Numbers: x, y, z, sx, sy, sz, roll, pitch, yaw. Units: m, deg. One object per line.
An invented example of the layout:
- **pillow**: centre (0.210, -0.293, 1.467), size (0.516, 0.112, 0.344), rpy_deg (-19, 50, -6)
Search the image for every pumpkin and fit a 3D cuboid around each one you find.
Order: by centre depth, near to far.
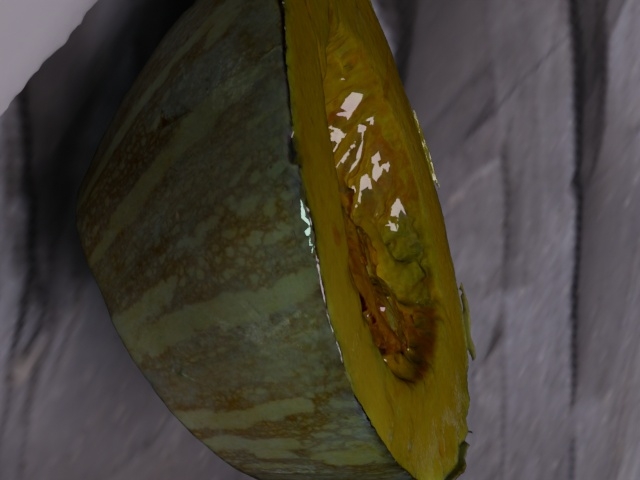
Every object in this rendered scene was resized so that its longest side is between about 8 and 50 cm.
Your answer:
- **pumpkin**: centre (-0.018, -0.002, 0.622), size (0.110, 0.217, 0.217), rpy_deg (-18, 127, 10)

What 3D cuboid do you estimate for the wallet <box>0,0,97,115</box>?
- **wallet**: centre (-0.145, -0.115, 0.533), size (0.124, 0.032, 0.183), rpy_deg (-51, 130, -13)
